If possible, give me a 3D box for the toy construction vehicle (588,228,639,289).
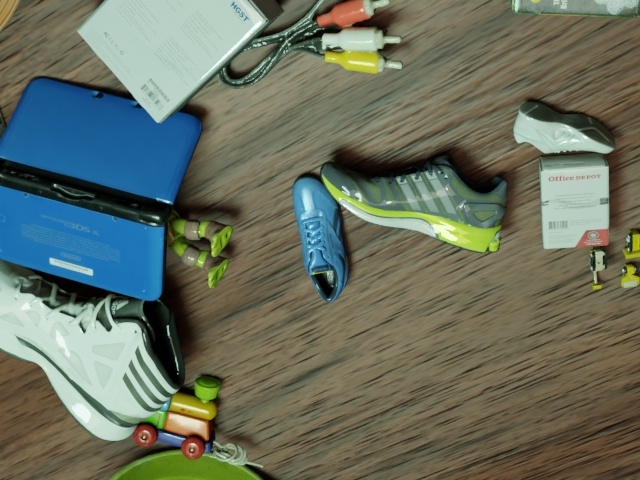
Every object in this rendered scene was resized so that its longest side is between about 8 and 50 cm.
[{"bbox_3d":[0.465,0.030,1.601,0.086,0.035,0.098,-11,119,1],"label":"toy construction vehicle"}]

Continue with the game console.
[{"bbox_3d":[-0.348,-0.079,1.574,0.293,0.173,0.250,15,127,9],"label":"game console"}]

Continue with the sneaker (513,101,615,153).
[{"bbox_3d":[0.359,-0.156,1.506,0.152,0.053,0.061,18,134,1],"label":"sneaker"}]

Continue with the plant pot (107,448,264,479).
[{"bbox_3d":[-0.264,0.639,1.878,0.367,0.366,0.353,17,131,-1],"label":"plant pot"}]

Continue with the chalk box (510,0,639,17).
[{"bbox_3d":[0.314,-0.378,1.342,0.213,0.132,0.132,5,120,7],"label":"chalk box"}]

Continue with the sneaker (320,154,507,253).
[{"bbox_3d":[0.147,-0.080,1.554,0.300,0.111,0.121,15,109,-6],"label":"sneaker"}]

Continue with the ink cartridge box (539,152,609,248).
[{"bbox_3d":[0.384,-0.061,1.545,0.099,0.056,0.135,-3,118,9],"label":"ink cartridge box"}]

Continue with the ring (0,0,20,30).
[{"bbox_3d":[-0.577,-0.401,1.423,0.337,0.032,0.336,0,89,-6],"label":"ring"}]

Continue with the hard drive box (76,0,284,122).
[{"bbox_3d":[-0.200,-0.313,1.456,0.232,0.089,0.181,-37,97,24],"label":"hard drive box"}]

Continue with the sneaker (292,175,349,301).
[{"bbox_3d":[0.000,0.000,1.620,0.069,0.082,0.209,-8,116,14],"label":"sneaker"}]

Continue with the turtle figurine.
[{"bbox_3d":[-0.252,-0.005,1.646,0.217,0.087,0.269,23,116,15],"label":"turtle figurine"}]

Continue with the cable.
[{"bbox_3d":[-0.026,-0.294,1.468,0.287,0.072,0.139,-8,111,12],"label":"cable"}]

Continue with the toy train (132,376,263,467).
[{"bbox_3d":[-0.205,0.308,1.813,0.248,0.105,0.143,15,106,0],"label":"toy train"}]

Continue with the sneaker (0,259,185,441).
[{"bbox_3d":[-0.395,0.106,1.668,0.257,0.169,0.447,-38,103,27],"label":"sneaker"}]

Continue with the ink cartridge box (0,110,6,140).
[{"bbox_3d":[-0.563,-0.193,1.547,0.093,0.160,0.219,-5,118,9],"label":"ink cartridge box"}]
